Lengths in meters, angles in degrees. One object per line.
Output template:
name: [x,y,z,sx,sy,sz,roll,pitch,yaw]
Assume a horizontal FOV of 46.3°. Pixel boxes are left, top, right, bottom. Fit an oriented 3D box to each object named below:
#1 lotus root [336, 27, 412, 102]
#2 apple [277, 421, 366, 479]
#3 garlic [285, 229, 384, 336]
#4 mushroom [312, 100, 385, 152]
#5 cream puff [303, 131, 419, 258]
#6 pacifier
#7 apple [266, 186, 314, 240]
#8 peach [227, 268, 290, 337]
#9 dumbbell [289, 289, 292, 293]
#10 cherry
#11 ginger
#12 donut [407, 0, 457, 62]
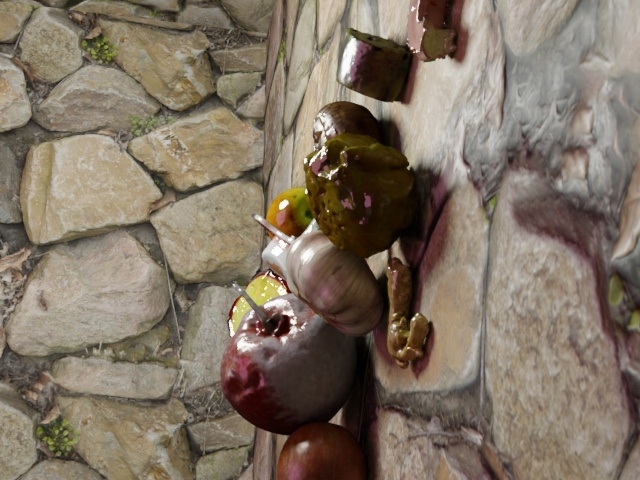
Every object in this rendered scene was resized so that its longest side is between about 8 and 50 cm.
lotus root: [0.103,-0.367,1.558,0.235,0.138,0.119,-100,27,-70]
apple: [0.004,0.481,1.580,0.188,0.188,0.174,105,170,-45]
garlic: [0.053,0.044,1.547,0.253,0.245,0.245,-54,7,-9]
mushroom: [0.062,-0.189,1.639,0.253,0.153,0.253,174,90,-82]
cream puff: [0.075,-0.090,1.390,0.244,0.196,0.244,10,107,34]
pacifier: [-0.028,0.015,1.826,0.332,0.220,0.273,33,120,49]
apple: [-0.048,-0.052,2.043,0.196,0.196,0.196,-176,90,-79]
peach: [-0.128,0.277,2.326,0.258,0.201,0.361,-42,43,15]
dumbbell: [-0.037,0.167,2.131,0.099,0.099,0.208,108,161,-51]
cherry: [-0.058,0.281,1.713,0.291,0.335,0.326,23,82,41]
ginger: [0.143,0.131,1.336,0.193,0.053,0.176,-127,48,-72]
donut: [0.187,-0.380,1.257,0.117,0.065,0.166,-136,52,-74]
